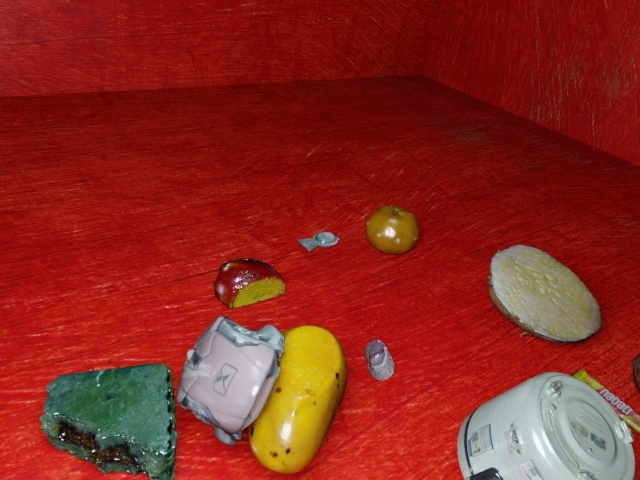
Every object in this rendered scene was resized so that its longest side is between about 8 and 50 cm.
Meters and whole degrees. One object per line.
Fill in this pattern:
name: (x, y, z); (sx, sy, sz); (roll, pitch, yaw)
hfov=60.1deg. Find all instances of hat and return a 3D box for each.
hat: (0.119, 0.256, 1.176); (0.058, 0.042, 0.087); (-5, 68, -19)

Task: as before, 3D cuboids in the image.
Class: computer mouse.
computer mouse: (-0.178, 0.209, 0.942); (0.115, 0.199, 0.389); (34, -14, -19)

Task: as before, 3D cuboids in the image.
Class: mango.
mango: (-0.043, 0.275, 0.940); (0.160, 0.191, 0.290); (19, 28, 1)

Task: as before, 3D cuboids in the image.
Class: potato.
potato: (0.534, 0.156, 1.381); (0.239, 0.116, 0.299); (-19, 52, -28)

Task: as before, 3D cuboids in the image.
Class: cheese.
cheese: (0.000, 0.000, 1.571); (0.121, 0.026, 0.067); (-13, 37, -33)

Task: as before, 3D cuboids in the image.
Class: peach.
peach: (-0.167, 0.094, 1.306); (0.172, 0.092, 0.127); (-1, 29, -12)

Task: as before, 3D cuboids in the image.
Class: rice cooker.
rice cooker: (0.352, 0.348, 0.894); (0.226, 0.244, 0.226); (17, 50, -21)

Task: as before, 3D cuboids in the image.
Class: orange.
orange: (0.207, -0.032, 1.588); (0.156, 0.124, 0.156); (8, 27, -4)

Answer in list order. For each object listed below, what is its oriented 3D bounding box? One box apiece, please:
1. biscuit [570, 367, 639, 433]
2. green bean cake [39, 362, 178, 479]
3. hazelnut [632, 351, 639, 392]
biscuit: (0.646, 0.371, 1.138); (0.048, 0.026, 0.292); (-28, 44, -19)
green bean cake: (-0.338, 0.305, 0.896); (0.208, 0.107, 0.193); (-1, 35, -16)
hazelnut: (0.783, 0.285, 1.172); (0.212, 0.181, 0.181); (-30, 68, -34)
